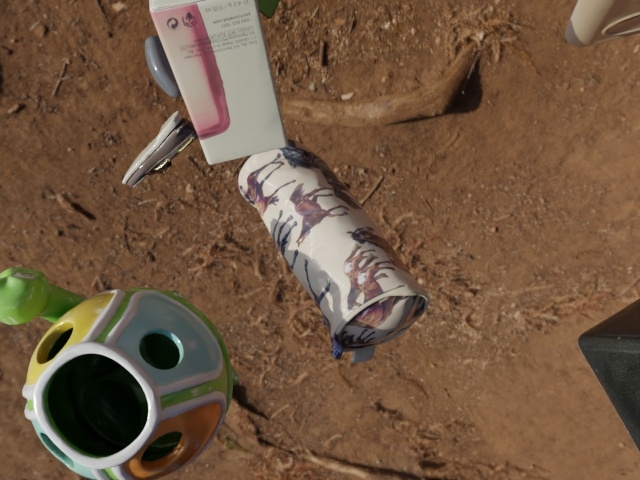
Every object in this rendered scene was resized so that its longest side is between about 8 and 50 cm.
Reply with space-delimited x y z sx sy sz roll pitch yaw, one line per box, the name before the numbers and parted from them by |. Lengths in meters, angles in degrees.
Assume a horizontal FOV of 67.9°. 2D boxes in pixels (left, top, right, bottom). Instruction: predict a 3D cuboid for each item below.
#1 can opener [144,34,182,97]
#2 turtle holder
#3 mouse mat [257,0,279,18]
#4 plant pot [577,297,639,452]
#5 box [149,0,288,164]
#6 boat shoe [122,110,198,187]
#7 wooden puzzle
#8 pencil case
can opener | -0.259 -0.376 0.758 0.076 0.095 0.284 3 119 51
turtle holder | -0.259 0.157 0.621 0.243 0.321 0.227 -21 175 -4
mouse mat | -0.152 -0.730 1.340 0.007 0.189 0.153 34 104 19
plant pot | 0.415 0.132 0.455 0.187 0.188 0.167 -25 171 -14
box | -0.137 -0.250 0.669 0.126 0.149 0.232 -14 139 -4
boat shoe | -0.515 -0.270 1.522 0.096 0.117 0.324 37 117 -28
wooden puzzle | 0.613 -0.432 0.781 0.347 0.322 0.081 -4 93 20
pencil case | 0.000 0.000 0.810 0.159 0.410 0.184 3 131 -42
